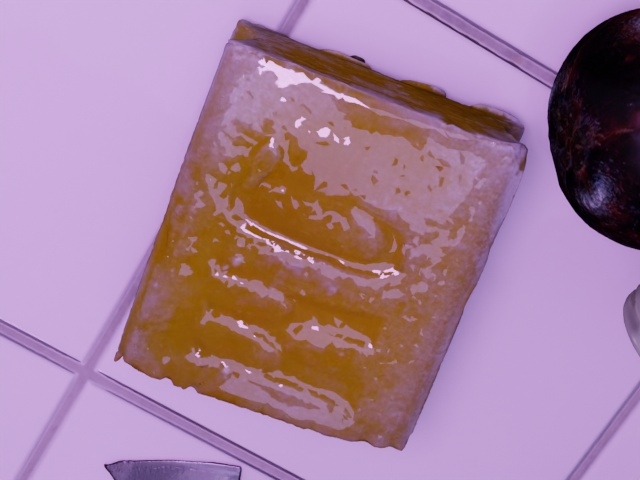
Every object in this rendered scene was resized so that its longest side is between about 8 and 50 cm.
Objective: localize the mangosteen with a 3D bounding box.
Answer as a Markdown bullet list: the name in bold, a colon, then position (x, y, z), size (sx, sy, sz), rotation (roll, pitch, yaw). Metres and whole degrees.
- **mangosteen**: position (0.310, -0.093, 1.157), size (0.216, 0.216, 0.216), rotation (0, 110, 1)

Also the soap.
- **soap**: position (0.000, 0.000, 1.225), size (0.294, 0.156, 0.335), rotation (22, 108, -2)

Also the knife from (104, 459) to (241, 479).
- **knife**: position (-0.116, 0.262, 1.391), size (0.231, 0.028, 0.060), rotation (10, 98, 1)

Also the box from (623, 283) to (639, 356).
- **box**: position (0.472, 0.009, 1.056), size (0.344, 0.352, 0.177), rotation (-40, 74, 35)
